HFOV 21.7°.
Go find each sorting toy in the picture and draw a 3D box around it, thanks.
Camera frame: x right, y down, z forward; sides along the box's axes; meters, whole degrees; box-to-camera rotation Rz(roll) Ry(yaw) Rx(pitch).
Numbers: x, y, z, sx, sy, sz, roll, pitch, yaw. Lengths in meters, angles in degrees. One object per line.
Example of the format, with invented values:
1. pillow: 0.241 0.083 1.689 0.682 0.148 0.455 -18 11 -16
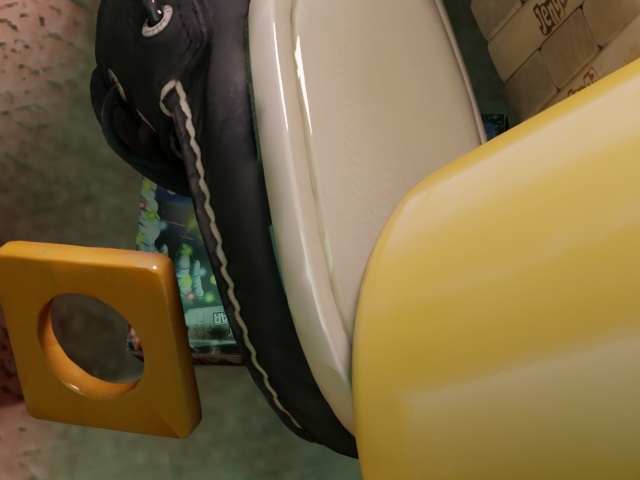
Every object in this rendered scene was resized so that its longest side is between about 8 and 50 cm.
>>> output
1. sorting toy: -0.192 0.007 0.593 0.347 0.047 0.196 16 123 17

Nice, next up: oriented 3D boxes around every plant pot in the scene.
1. plant pot: 0.150 0.033 0.431 0.239 0.254 0.254 -16 72 35

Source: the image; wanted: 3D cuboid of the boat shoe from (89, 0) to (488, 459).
1. boat shoe: -0.026 -0.069 0.570 0.113 0.127 0.340 -26 58 27

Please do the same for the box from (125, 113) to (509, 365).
1. box: 0.000 0.000 0.616 0.137 0.027 0.094 1 76 10

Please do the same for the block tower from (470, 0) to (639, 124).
1. block tower: 0.080 -0.185 0.598 0.097 0.091 0.335 -12 73 -27
